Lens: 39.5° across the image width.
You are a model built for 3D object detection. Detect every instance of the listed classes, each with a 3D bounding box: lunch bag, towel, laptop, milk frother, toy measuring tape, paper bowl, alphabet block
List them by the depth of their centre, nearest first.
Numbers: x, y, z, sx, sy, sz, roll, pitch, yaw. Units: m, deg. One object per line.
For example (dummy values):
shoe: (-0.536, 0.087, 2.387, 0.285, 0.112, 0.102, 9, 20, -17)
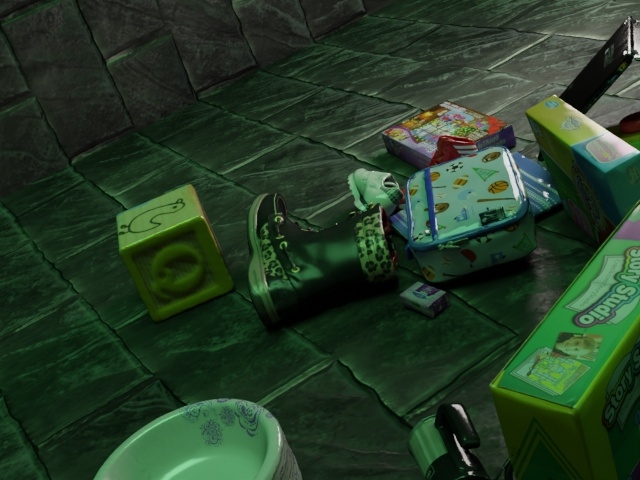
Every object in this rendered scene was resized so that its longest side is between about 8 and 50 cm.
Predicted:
milk frother: (0.208, 0.291, 1.177, 0.143, 0.129, 0.134, 19, 20, -19)
paper bowl: (-0.163, 0.361, 1.227, 0.284, 0.148, 0.284, -17, 27, 9)
lunch bag: (0.270, -0.051, 1.678, 0.243, 0.115, 0.303, -16, 30, 14)
toy measuring tape: (0.575, -0.179, 1.765, 0.330, 0.121, 0.121, -13, 27, 33)
laptop: (0.667, -0.301, 1.779, 0.408, 0.236, 0.382, -52, 0, 30)
towel: (0.327, -0.064, 1.807, 0.336, 0.040, 0.243, -27, 30, -9)
alphabet block: (-0.314, 0.024, 1.909, 0.192, 0.193, 0.197, -25, 27, -5)

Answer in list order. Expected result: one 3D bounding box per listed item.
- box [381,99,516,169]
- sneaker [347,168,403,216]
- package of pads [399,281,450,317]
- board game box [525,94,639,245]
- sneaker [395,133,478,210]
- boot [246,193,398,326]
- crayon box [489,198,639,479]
box: (0.299, -0.244, 2.124, 0.201, 0.057, 0.293, -28, 28, -12)
sneaker: (0.123, -0.109, 1.925, 0.095, 0.090, 0.235, -43, 23, 12)
package of pads: (0.186, 0.104, 1.587, 0.050, 0.032, 0.083, -35, 30, -24)
board game box: (0.473, -0.090, 1.512, 0.064, 0.242, 0.316, -29, 26, 3)
sneaker: (0.239, -0.158, 1.928, 0.221, 0.128, 0.087, -24, 27, -8)
boot: (0.000, 0.000, 1.792, 0.284, 0.138, 0.377, -17, 31, 9)
crayon box: (0.355, 0.179, 1.018, 0.106, 0.313, 0.363, 8, 38, 43)
